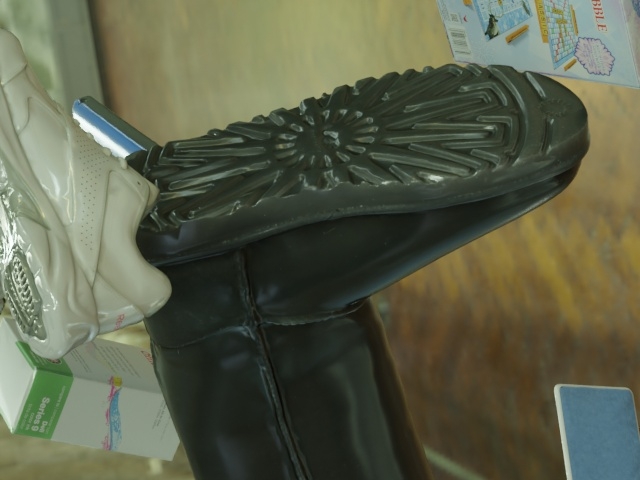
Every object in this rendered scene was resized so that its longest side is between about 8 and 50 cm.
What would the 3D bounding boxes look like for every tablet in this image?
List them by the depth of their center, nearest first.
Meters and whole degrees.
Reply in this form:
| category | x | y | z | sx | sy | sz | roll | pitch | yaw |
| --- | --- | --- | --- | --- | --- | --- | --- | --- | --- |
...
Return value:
| category | x | y | z | sx | sy | sz | roll | pitch | yaw |
| --- | --- | --- | --- | --- | --- | --- | --- | --- | --- |
| tablet | 0.144 | 0.114 | 0.744 | 0.006 | 0.054 | 0.083 | -31 | 59 | 52 |

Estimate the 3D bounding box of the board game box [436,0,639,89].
| category | x | y | z | sx | sy | sz | roll | pitch | yaw |
| --- | --- | --- | --- | --- | --- | --- | --- | --- | --- |
| board game box | 0.274 | -0.363 | 1.914 | 0.318 | 0.066 | 0.319 | 16 | 138 | 42 |

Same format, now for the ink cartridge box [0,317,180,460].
| category | x | y | z | sx | sy | sz | roll | pitch | yaw |
| --- | --- | --- | --- | --- | --- | --- | --- | --- | --- |
| ink cartridge box | -0.279 | 0.179 | 1.761 | 0.154 | 0.212 | 0.093 | 37 | 110 | 56 |

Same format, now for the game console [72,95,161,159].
| category | x | y | z | sx | sy | sz | roll | pitch | yaw |
| --- | --- | --- | --- | --- | --- | --- | --- | --- | --- |
| game console | -0.120 | -0.029 | 1.551 | 0.293 | 0.173 | 0.250 | 34 | 140 | 58 |

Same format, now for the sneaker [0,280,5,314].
| category | x | y | z | sx | sy | sz | roll | pitch | yaw |
| --- | --- | --- | --- | --- | --- | --- | --- | --- | --- |
| sneaker | -0.372 | 0.058 | 1.263 | 0.275 | 0.110 | 0.107 | -26 | 88 | 36 |

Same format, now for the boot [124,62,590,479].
| category | x | y | z | sx | sy | sz | roll | pitch | yaw |
| --- | --- | --- | --- | --- | --- | --- | --- | --- | --- |
| boot | 0.047 | 0.095 | 1.185 | 0.146 | 0.367 | 0.445 | -96 | -6 | -52 |

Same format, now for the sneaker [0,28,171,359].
| category | x | y | z | sx | sy | sz | roll | pitch | yaw |
| --- | --- | --- | --- | --- | --- | --- | --- | --- | --- |
| sneaker | -0.167 | -0.037 | 0.956 | 0.090 | 0.115 | 0.232 | -44 | 63 | 53 |
